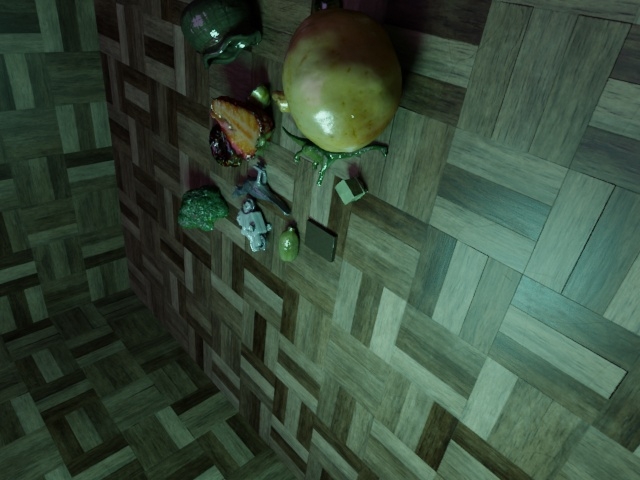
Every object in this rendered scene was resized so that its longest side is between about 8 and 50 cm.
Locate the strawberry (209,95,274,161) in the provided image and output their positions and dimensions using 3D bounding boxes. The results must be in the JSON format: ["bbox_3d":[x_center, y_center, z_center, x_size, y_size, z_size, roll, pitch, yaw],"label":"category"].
[{"bbox_3d":[-0.317,-0.487,1.959,0.280,0.150,0.253,27,137,22],"label":"strawberry"}]

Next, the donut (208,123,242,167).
[{"bbox_3d":[-0.454,-0.460,2.194,0.235,0.089,0.235,25,124,42],"label":"donut"}]

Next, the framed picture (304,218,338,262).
[{"bbox_3d":[0.000,0.000,1.938,0.168,0.023,0.127,33,130,35],"label":"framed picture"}]

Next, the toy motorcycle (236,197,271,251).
[{"bbox_3d":[-0.332,-0.067,2.217,0.171,0.110,0.260,-29,76,48],"label":"toy motorcycle"}]

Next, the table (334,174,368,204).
[{"bbox_3d":[0.115,-0.186,1.670,0.062,0.083,0.079,-38,78,51],"label":"table"}]

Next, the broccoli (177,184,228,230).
[{"bbox_3d":[-0.632,-0.151,2.452,0.254,0.269,0.269,60,141,18],"label":"broccoli"}]

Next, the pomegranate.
[{"bbox_3d":[0.046,-0.466,1.387,0.411,0.411,0.411,24,124,41],"label":"pomegranate"}]

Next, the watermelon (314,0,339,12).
[{"bbox_3d":[0.015,-0.778,1.525,0.105,0.062,0.105,29,128,44],"label":"watermelon"}]

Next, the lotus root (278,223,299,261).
[{"bbox_3d":[-0.141,0.015,2.054,0.077,0.090,0.183,-117,32,-53],"label":"lotus root"}]

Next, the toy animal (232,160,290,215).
[{"bbox_3d":[-0.276,-0.252,2.095,0.367,0.081,0.205,19,117,34],"label":"toy animal"}]

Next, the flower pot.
[{"bbox_3d":[-0.386,-0.830,1.802,0.302,0.302,0.213,-13,109,51],"label":"flower pot"}]

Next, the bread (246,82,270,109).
[{"bbox_3d":[-0.250,-0.590,1.900,0.094,0.083,0.157,39,162,4],"label":"bread"}]

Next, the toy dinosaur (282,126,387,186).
[{"bbox_3d":[0.024,-0.360,1.694,0.447,0.087,0.301,46,137,15],"label":"toy dinosaur"}]
